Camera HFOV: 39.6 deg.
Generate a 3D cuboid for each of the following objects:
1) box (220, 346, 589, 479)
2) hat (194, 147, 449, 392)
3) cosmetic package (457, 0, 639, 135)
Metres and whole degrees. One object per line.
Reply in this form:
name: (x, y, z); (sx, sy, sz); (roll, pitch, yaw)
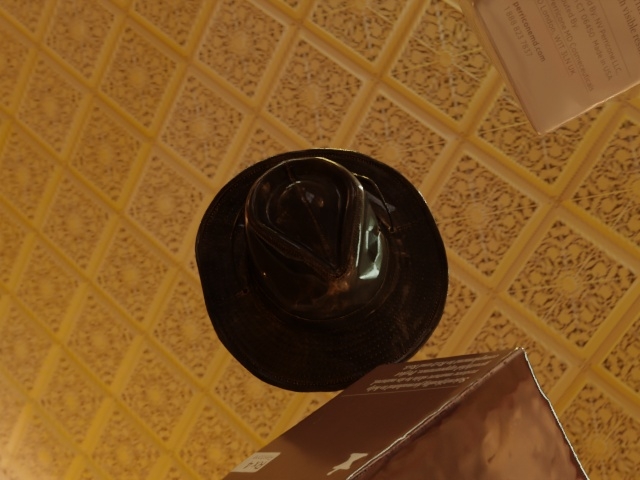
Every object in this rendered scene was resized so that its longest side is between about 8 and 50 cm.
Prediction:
box: (0.072, 0.202, 0.579); (0.168, 0.167, 0.203); (-21, -83, 58)
hat: (0.000, 0.000, 1.031); (0.331, 0.331, 0.134); (40, -20, 20)
cosmetic package: (0.339, -0.311, 0.798); (0.453, 0.230, 0.161); (-29, -55, 12)
